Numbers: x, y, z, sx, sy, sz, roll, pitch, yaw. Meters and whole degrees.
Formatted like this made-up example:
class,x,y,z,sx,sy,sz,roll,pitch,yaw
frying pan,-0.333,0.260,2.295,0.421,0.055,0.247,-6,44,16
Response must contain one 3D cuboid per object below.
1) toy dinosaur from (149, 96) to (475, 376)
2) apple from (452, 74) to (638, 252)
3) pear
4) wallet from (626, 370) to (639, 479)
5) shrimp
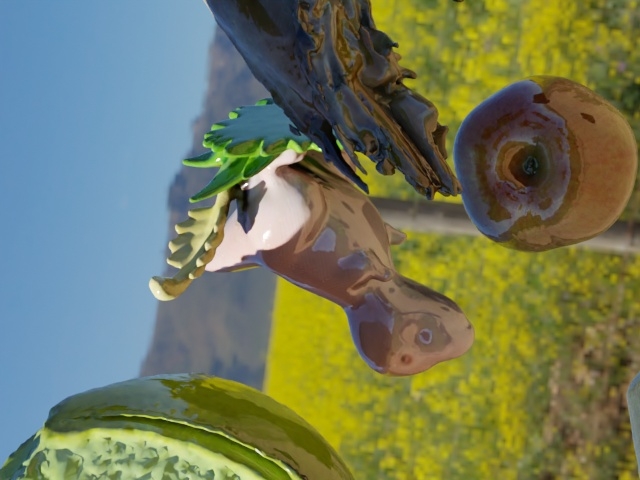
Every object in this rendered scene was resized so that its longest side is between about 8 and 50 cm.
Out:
class,x,y,z,sx,sy,sz,roll,pitch,yaw
toy dinosaur,0.000,-0.002,0.907,0.152,0.194,0.177,-67,-27,-68
apple,0.155,-0.055,0.967,0.102,0.126,0.126,6,-88,-72
pear,-0.114,0.172,0.860,0.176,0.286,0.282,59,-174,-1
wallet,0.208,0.137,0.631,0.168,0.052,0.245,128,144,-50
shrimp,0.014,-0.118,0.563,0.053,0.133,0.236,47,-164,-57
